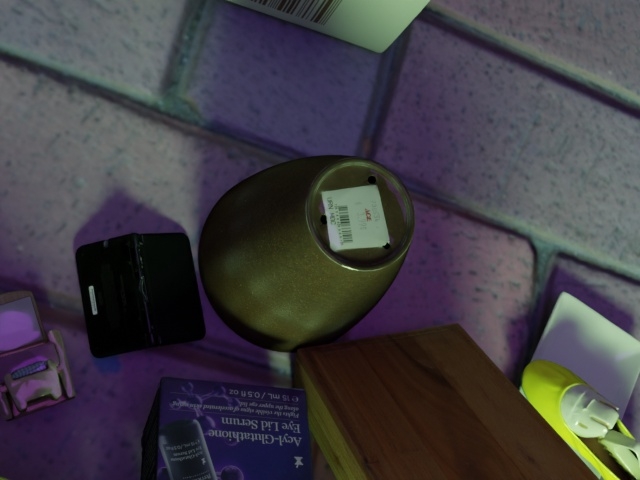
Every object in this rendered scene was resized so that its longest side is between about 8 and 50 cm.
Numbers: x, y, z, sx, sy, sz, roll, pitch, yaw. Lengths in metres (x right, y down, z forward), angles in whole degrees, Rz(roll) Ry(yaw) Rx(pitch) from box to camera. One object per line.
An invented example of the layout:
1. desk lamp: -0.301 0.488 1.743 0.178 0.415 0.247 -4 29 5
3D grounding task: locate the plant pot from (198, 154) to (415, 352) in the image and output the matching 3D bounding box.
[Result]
1. plant pot: 0.000 0.000 0.822 0.215 0.230 0.215 4 77 -18

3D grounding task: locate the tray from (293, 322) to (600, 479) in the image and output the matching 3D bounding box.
1. tray: 0.138 0.227 0.747 0.202 0.411 0.076 -6 118 -20

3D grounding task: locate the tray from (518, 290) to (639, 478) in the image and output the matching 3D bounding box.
1. tray: 0.299 0.212 0.986 0.145 0.030 0.270 33 70 -10

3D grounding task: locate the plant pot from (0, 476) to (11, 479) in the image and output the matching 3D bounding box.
1. plant pot: -0.282 0.304 0.647 0.228 0.227 0.207 18 65 4

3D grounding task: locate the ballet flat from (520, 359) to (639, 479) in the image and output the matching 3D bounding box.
1. ballet flat: 0.334 0.227 0.936 0.077 0.077 0.231 -42 93 -21

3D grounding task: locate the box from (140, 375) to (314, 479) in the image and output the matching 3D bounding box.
1. box: -0.091 0.248 0.758 0.153 0.108 0.207 8 45 -18

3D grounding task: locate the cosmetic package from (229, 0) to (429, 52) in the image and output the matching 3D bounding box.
1. cosmetic package: 0.013 -0.491 0.884 0.329 0.327 0.394 14 73 -15

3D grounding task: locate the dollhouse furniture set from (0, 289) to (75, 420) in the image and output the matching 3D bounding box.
1. dollhouse furniture set: -0.361 0.074 0.639 0.286 0.303 0.198 -18 83 -22

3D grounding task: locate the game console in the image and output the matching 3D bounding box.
1. game console: -0.194 0.058 0.861 0.107 0.071 0.122 -13 81 9
